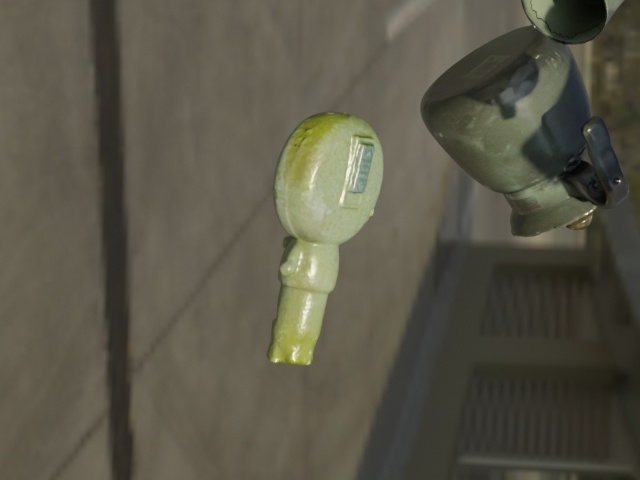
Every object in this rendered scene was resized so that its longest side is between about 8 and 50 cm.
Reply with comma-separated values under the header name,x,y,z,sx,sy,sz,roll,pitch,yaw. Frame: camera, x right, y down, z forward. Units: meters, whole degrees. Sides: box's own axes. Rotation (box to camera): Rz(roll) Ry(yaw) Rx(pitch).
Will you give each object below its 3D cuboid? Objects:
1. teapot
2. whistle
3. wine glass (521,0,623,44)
name,x,y,z,sx,sy,sz,roll,pitch,yaw
teapot,0.322,-0.138,2.355,0.285,0.305,0.223,57,48,-17
whistle,0.000,0.000,1.307,0.104,0.057,0.198,5,98,-56
wine glass,0.277,-0.282,1.638,0.231,0.103,0.103,-51,147,-41
